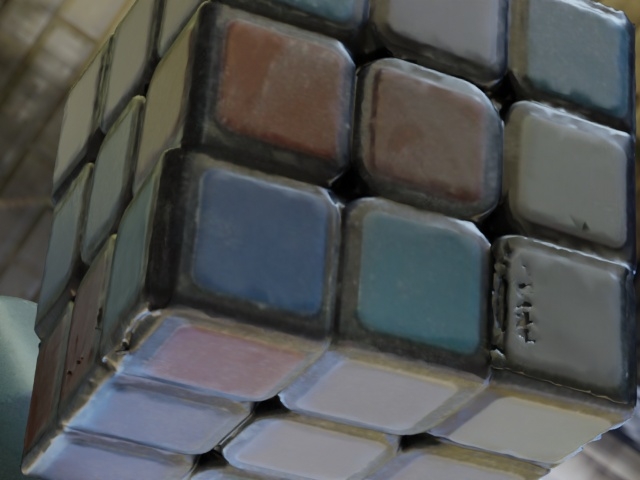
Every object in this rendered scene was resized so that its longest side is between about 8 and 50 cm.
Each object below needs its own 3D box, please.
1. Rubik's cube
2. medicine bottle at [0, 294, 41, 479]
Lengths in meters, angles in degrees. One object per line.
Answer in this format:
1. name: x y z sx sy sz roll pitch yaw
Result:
1. Rubik's cube: 0.000 0.000 1.380 0.362 0.363 0.359 134 -32 -57
2. medicine bottle: -0.260 0.221 1.608 0.245 0.245 0.290 -54 -139 12
